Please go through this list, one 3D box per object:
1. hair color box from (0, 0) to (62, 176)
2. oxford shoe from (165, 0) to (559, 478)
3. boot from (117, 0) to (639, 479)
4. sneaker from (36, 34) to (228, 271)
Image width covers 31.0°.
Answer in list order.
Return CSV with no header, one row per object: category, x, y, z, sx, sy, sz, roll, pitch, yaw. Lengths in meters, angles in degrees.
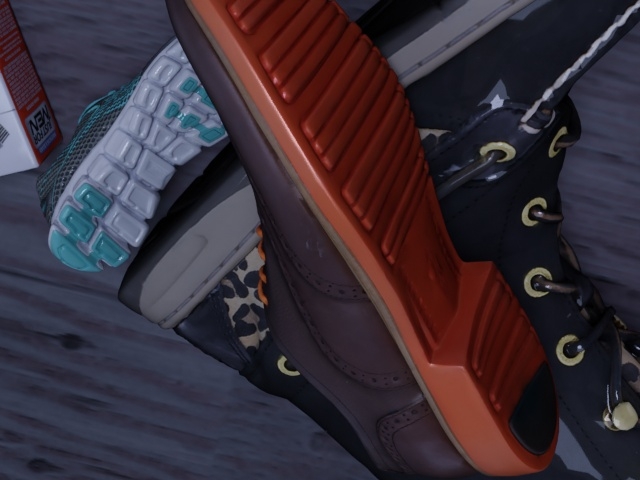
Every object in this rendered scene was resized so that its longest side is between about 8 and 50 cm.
hair color box,-0.215,-0.111,0.616,0.093,0.053,0.167,-13,111,10
oxford shoe,0.000,0.000,0.486,0.098,0.097,0.271,-19,111,33
boot,0.110,0.004,0.586,0.377,0.138,0.284,-39,104,24
sneaker,-0.097,-0.066,0.619,0.166,0.076,0.065,-48,132,0
